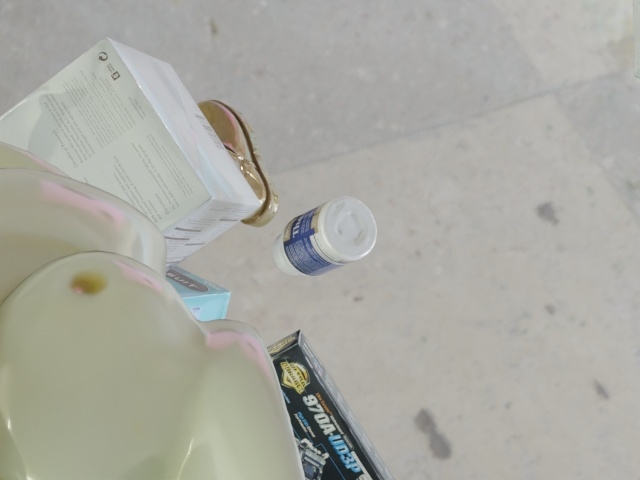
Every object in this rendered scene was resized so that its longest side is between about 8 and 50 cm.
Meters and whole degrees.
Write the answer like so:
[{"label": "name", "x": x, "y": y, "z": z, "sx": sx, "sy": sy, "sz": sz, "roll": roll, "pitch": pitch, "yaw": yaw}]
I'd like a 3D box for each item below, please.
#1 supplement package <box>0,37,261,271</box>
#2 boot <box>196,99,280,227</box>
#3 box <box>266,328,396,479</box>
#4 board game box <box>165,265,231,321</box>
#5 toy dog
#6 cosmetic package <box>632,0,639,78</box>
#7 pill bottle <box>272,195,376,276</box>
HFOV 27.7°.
[{"label": "supplement package", "x": -0.242, "y": -0.048, "z": 1.381, "sx": 0.199, "sy": 0.263, "sz": 0.198, "roll": 57, "pitch": 10, "yaw": 7}, {"label": "boot", "x": -0.185, "y": -0.137, "z": 1.664, "sx": 0.269, "sy": 0.089, "sz": 0.236, "roll": 23, "pitch": 25, "yaw": -50}, {"label": "box", "x": -0.041, "y": 0.234, "z": 1.434, "sx": 0.220, "sy": 0.175, "sz": 0.051, "roll": 58, "pitch": 11, "yaw": -11}, {"label": "board game box", "x": -0.327, "y": 0.070, "z": 1.799, "sx": 0.254, "sy": 0.079, "sz": 0.336, "roll": 23, "pitch": 14, "yaw": 29}, {"label": "toy dog", "x": -0.249, "y": 0.071, "z": 0.534, "sx": 0.408, "sy": 0.284, "sz": 0.395, "roll": 7, "pitch": 57, "yaw": -26}, {"label": "cosmetic package", "x": 0.375, "y": -0.315, "z": 0.959, "sx": 0.097, "sy": 0.377, "sz": 0.284, "roll": 20, "pitch": 58, "yaw": -17}, {"label": "pill bottle", "x": 0.000, "y": 0.000, "z": 1.336, "sx": 0.067, "sy": 0.120, "sz": 0.067, "roll": 9, "pitch": 72, "yaw": -29}]
